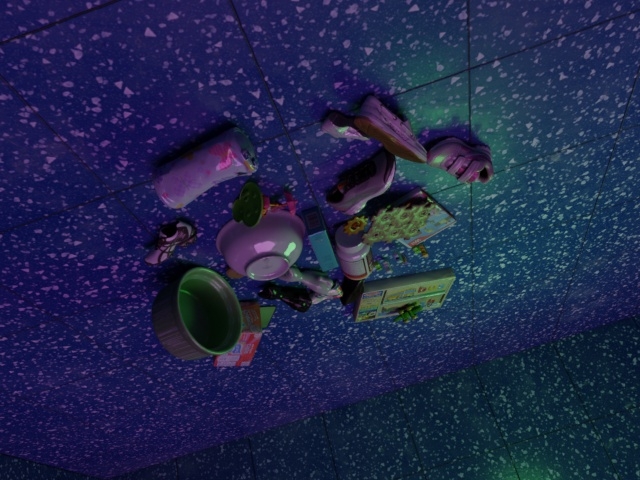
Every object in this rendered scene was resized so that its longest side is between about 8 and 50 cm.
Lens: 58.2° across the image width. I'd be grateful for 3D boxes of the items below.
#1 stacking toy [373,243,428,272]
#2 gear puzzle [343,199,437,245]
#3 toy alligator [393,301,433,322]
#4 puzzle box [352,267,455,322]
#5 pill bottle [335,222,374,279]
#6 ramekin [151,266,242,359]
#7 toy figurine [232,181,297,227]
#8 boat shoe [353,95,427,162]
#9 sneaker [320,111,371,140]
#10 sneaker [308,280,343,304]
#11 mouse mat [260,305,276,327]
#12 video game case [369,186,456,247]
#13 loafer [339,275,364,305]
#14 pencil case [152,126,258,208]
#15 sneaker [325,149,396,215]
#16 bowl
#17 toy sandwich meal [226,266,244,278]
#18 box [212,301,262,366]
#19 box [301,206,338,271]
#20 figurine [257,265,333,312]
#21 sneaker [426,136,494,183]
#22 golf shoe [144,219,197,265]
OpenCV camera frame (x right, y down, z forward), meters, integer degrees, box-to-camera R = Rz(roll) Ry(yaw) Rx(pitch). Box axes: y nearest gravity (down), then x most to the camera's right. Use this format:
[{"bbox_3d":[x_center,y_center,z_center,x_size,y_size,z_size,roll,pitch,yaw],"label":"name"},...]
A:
[{"bbox_3d":[0.291,0.059,2.081,0.167,0.052,0.221,-26,166,16],"label":"stacking toy"},{"bbox_3d":[0.209,-0.060,1.859,0.339,0.044,0.175,-7,140,-31],"label":"gear puzzle"},{"bbox_3d":[0.401,0.303,2.482,0.190,0.056,0.051,-29,-172,18],"label":"toy alligator"},{"bbox_3d":[0.349,0.236,2.449,0.409,0.052,0.272,-9,146,-10],"label":"puzzle box"},{"bbox_3d":[0.115,0.038,1.983,0.121,0.121,0.221,-17,147,1],"label":"pill bottle"},{"bbox_3d":[-0.418,0.254,1.932,0.148,0.303,0.303,-24,147,28],"label":"ramekin"},{"bbox_3d":[-0.151,-0.099,1.693,0.159,0.130,0.173,-2,168,-37],"label":"toy figurine"},{"bbox_3d":[0.208,-0.295,1.541,0.098,0.096,0.277,14,170,46],"label":"boat shoe"},{"bbox_3d":[0.069,-0.297,1.530,0.152,0.053,0.061,12,154,-33],"label":"sneaker"},{"bbox_3d":[0.005,0.198,2.256,0.162,0.057,0.075,-14,124,8],"label":"sneaker"},{"bbox_3d":[-0.270,0.317,2.349,0.153,0.007,0.189,-1,144,-21],"label":"mouse mat"},{"bbox_3d":[0.325,-0.072,1.996,0.204,0.025,0.285,-32,144,24],"label":"video game case"},{"bbox_3d":[0.134,0.179,2.260,0.079,0.080,0.220,-13,154,-22],"label":"loafer"},{"bbox_3d":[-0.295,-0.183,1.478,0.273,0.113,0.124,-24,125,14],"label":"pencil case"},{"bbox_3d":[0.121,-0.170,1.696,0.108,0.100,0.271,17,135,-33],"label":"sneaker"},{"bbox_3d":[-0.180,0.037,1.847,0.298,0.134,0.297,-12,148,-7],"label":"bowl"},{"bbox_3d":[-0.288,0.103,1.998,0.086,0.029,0.085,-8,150,-5],"label":"toy sandwich meal"},{"bbox_3d":[-0.335,0.374,2.272,0.154,0.142,0.300,2,144,-17],"label":"box"},{"bbox_3d":[0.000,0.000,1.896,0.060,0.100,0.244,-18,148,2],"label":"box"},{"bbox_3d":[-0.095,0.172,2.138,0.210,0.092,0.215,18,134,-35],"label":"figurine"},{"bbox_3d":[0.427,-0.231,1.718,0.253,0.111,0.103,2,143,-25],"label":"sneaker"},{"bbox_3d":[-0.469,0.001,1.735,0.198,0.077,0.094,-32,134,13],"label":"golf shoe"}]
